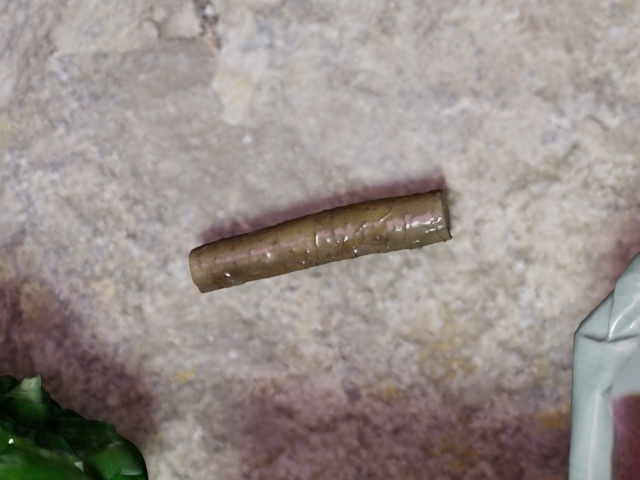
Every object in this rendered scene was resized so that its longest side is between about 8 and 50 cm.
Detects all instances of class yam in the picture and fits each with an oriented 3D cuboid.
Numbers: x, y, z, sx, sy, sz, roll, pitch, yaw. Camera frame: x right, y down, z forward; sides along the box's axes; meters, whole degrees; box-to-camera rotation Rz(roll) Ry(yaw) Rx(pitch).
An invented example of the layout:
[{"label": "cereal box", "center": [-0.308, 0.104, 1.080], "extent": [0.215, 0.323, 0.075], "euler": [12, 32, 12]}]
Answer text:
[{"label": "yam", "center": [0.000, 0.000, 1.038], "extent": [0.145, 0.032, 0.032], "euler": [-13, 84, 16]}]

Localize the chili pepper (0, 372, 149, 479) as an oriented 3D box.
[{"label": "chili pepper", "center": [-0.247, 0.228, 1.016], "extent": [0.167, 0.213, 0.385], "euler": [31, 98, 25]}]

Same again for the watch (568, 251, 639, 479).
[{"label": "watch", "center": [0.243, 0.071, 0.904], "extent": [0.241, 0.162, 0.253], "euler": [13, 83, 29]}]
